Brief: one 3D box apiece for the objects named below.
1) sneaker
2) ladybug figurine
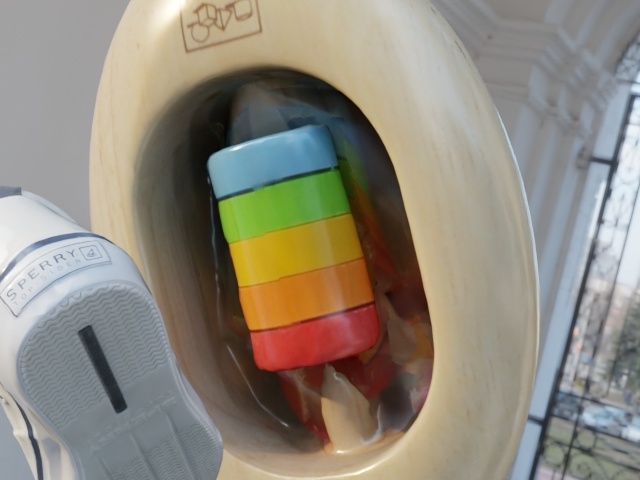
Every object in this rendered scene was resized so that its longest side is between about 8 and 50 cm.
[{"bbox_3d":[-0.110,0.072,0.467,0.094,0.258,0.091,-27,54,-24],"label":"sneaker"},{"bbox_3d":[0.000,0.000,0.654,0.305,0.449,0.162,-9,3,25],"label":"ladybug figurine"}]
